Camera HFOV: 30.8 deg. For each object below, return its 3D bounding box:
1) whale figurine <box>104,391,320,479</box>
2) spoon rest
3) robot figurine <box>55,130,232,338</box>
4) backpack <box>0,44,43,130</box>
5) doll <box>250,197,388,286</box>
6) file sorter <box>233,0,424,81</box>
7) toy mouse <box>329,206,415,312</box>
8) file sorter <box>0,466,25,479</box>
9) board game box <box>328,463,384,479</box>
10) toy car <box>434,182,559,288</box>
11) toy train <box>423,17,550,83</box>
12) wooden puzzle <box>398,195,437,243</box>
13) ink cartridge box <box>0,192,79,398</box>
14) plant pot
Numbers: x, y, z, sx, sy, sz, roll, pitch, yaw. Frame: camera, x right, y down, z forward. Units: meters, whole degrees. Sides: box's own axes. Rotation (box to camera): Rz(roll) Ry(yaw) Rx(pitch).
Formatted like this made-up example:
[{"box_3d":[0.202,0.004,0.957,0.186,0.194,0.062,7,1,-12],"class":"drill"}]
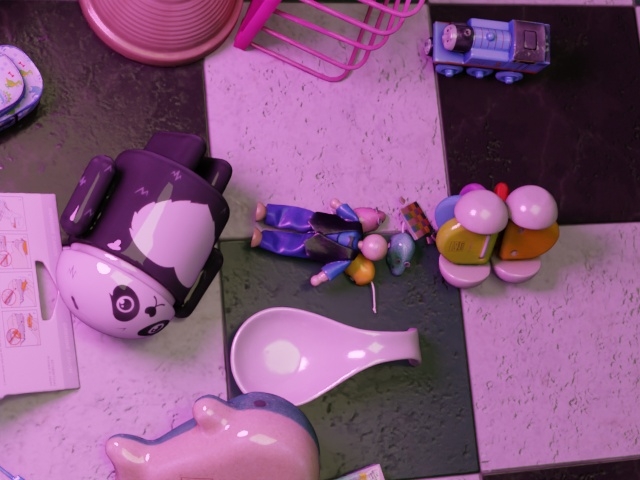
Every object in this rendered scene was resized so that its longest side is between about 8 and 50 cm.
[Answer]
[{"box_3d":[-0.135,0.276,1.510,0.272,0.141,0.216,-3,121,5],"class":"whale figurine"},{"box_3d":[0.014,0.153,1.593,0.276,0.084,0.137,-5,80,-16],"class":"spoon rest"},{"box_3d":[-0.224,-0.007,1.513,0.209,0.173,0.278,29,73,-5],"class":"robot figurine"},{"box_3d":[-0.430,-0.203,1.545,0.114,0.084,0.105,-33,91,-21],"class":"backpack"},{"box_3d":[0.000,0.000,1.623,0.189,0.046,0.129,9,77,-1],"class":"doll"},{"box_3d":[0.028,-0.363,1.593,0.182,0.291,0.202,23,74,-13],"class":"file sorter"},{"box_3d":[0.087,-0.003,1.669,0.143,0.031,0.161,-37,90,-18],"class":"toy mouse"},{"box_3d":[-0.453,0.331,1.417,0.104,0.118,0.170,39,72,-2],"class":"file sorter"},{"box_3d":[0.054,0.394,1.585,0.103,0.026,0.154,-16,84,-18],"class":"board game box"},{"box_3d":[0.244,-0.025,1.671,0.182,0.159,0.136,-6,46,-15],"class":"toy car"},{"box_3d":[0.249,-0.287,1.730,0.184,0.105,0.080,5,78,-14],"class":"toy train"},{"box_3d":[0.138,-0.028,1.688,0.049,0.006,0.083,-28,86,-52],"class":"wooden puzzle"},{"box_3d":[-0.437,0.070,1.485,0.239,0.060,0.275,1,77,-50],"class":"ink cartridge box"},{"box_3d":[-0.218,-0.370,1.622,0.237,0.110,0.237,3,79,-14],"class":"plant pot"}]
